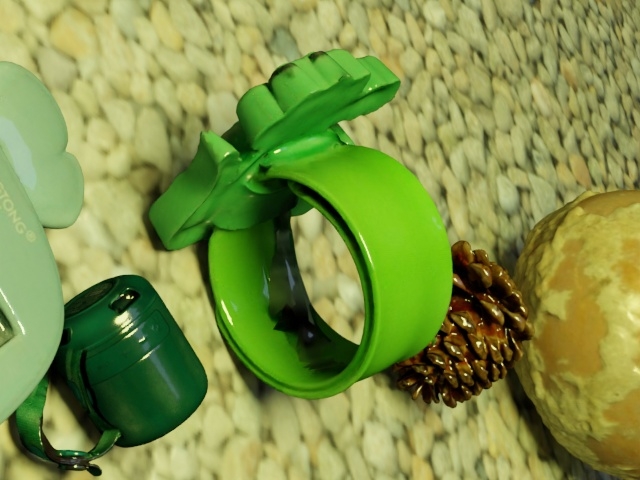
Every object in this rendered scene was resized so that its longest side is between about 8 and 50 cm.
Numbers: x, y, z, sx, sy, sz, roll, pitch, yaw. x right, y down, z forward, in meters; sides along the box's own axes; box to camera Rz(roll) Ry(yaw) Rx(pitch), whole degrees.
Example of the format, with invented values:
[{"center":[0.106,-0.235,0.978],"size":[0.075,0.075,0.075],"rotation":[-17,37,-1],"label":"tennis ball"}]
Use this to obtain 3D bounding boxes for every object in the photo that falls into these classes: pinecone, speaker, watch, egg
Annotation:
[{"center":[0.091,0.058,0.901],"size":[0.102,0.102,0.109],"rotation":[50,45,-28],"label":"pinecone"},{"center":[-0.106,0.068,0.657],"size":[0.094,0.060,0.075],"rotation":[-36,107,-20],"label":"speaker"},{"center":[0.000,0.000,0.739],"size":[0.131,0.165,0.152],"rotation":[-17,69,-46],"label":"watch"},{"center":[0.238,0.073,1.029],"size":[0.233,0.195,0.195],"rotation":[60,34,-9],"label":"egg"}]

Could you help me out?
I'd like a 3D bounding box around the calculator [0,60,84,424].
[{"center":[-0.196,0.010,0.555],"size":[0.188,0.042,0.302],"rotation":[62,34,-11],"label":"calculator"}]
